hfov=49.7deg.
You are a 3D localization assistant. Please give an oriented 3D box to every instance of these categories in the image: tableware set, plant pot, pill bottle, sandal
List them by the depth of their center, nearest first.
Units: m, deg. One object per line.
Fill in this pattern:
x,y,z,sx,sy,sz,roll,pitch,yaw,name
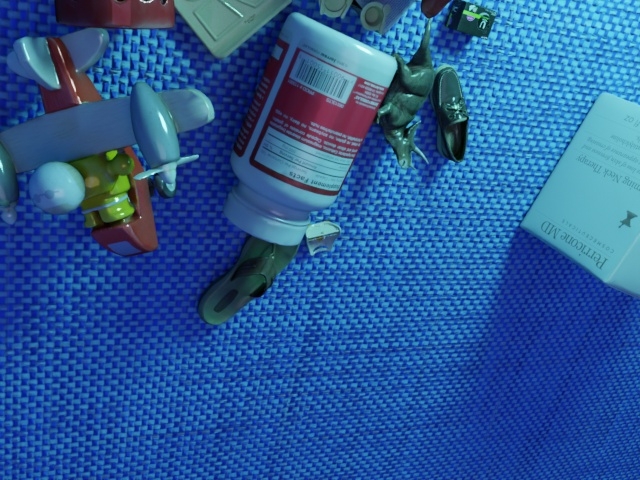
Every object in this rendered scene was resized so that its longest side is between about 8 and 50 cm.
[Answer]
-0.336,-0.435,1.118,0.191,0.191,0.174,-7,111,-20,plant pot
0.081,-0.474,1.297,0.168,0.020,0.141,9,114,-26,tableware set
-0.036,-0.206,1.341,0.229,0.229,0.408,16,109,-29,pill bottle
-0.147,0.083,1.531,0.120,0.086,0.303,35,99,-34,sandal

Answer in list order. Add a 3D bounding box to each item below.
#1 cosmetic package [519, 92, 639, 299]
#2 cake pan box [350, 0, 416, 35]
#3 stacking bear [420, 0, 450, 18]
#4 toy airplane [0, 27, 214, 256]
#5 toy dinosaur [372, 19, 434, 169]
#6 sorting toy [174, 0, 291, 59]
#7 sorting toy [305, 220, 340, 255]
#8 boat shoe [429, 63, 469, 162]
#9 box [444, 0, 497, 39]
0.789,-0.089,1.700,0.327,0.329,0.394,20,106,-31,cosmetic package
0.122,-0.568,1.316,0.267,0.070,0.245,-47,122,5,cake pan box
0.145,-0.553,1.205,0.289,0.175,0.164,27,73,-22,stacking bear
-0.410,-0.159,1.166,0.384,0.272,0.386,27,126,-10,toy airplane
0.174,-0.315,1.463,0.160,0.121,0.314,3,111,-38,toy dinosaur
-0.180,-0.469,1.259,0.193,0.038,0.208,-40,120,1,sorting toy
0.000,0.000,1.581,0.083,0.045,0.075,-13,128,-17,sorting toy
0.297,-0.278,1.540,0.080,0.073,0.224,-19,122,-14,boat shoe
0.318,-0.468,1.462,0.083,0.052,0.062,6,113,-27,box
